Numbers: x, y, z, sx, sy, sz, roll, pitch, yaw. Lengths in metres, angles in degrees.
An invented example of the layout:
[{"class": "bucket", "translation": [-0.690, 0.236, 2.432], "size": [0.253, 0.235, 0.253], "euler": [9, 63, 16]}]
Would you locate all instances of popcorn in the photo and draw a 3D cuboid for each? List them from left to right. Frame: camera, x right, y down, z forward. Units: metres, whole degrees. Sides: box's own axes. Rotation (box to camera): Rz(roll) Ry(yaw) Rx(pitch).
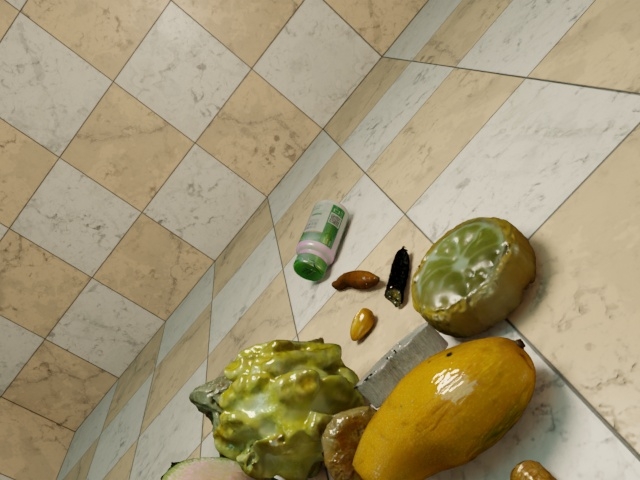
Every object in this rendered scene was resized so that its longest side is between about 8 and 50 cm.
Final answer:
[{"class": "popcorn", "translation": [-0.058, 0.354, 1.116], "size": [0.312, 0.312, 0.312], "euler": [-44, 22, 23]}]

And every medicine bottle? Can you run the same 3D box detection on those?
[{"class": "medicine bottle", "translation": [0.000, 0.000, 1.750], "size": [0.133, 0.133, 0.274], "euler": [-30, 32, 47]}]

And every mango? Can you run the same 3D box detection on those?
[{"class": "mango", "translation": [0.102, 0.213, 1.309], "size": [0.089, 0.046, 0.060], "euler": [-61, 22, -8]}, {"class": "mango", "translation": [0.192, 0.284, 0.850], "size": [0.359, 0.144, 0.187], "euler": [-42, 16, 20]}]

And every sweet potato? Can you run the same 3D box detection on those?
[{"class": "sweet potato", "translation": [0.098, 0.112, 1.474], "size": [0.057, 0.057, 0.264], "euler": [-60, 17, -17]}]

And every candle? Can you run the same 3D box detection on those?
[{"class": "candle", "translation": [0.159, 0.235, 1.011], "size": [0.192, 0.068, 0.168], "euler": [-43, -10, 11]}]

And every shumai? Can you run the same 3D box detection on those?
[{"class": "shumai", "translation": [-0.231, 0.482, 1.479], "size": [0.225, 0.222, 0.260], "euler": [-24, -3, 34]}]

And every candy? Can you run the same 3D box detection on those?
[{"class": "candy", "translation": [0.299, 0.069, 1.031], "size": [0.260, 0.118, 0.260], "euler": [-39, 24, 21]}]

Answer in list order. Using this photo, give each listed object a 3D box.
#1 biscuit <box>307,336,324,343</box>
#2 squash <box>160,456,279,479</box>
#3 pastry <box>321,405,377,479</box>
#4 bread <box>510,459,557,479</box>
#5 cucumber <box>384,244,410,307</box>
[{"class": "biscuit", "translation": [-0.069, 0.309, 1.351], "size": [0.187, 0.036, 0.273], "euler": [-36, -18, 6]}, {"class": "squash", "translation": [-0.220, 0.658, 1.050], "size": [0.310, 0.310, 0.309], "euler": [-158, 83, -69]}, {"class": "pastry", "translation": [0.074, 0.384, 0.965], "size": [0.153, 0.153, 0.081], "euler": [-60, 2, -18]}, {"class": "bread", "translation": [0.303, 0.343, 0.668], "size": [0.052, 0.044, 0.157], "euler": [-58, 20, 4]}, {"class": "cucumber", "translation": [0.196, 0.087, 1.304], "size": [0.053, 0.053, 0.181], "euler": [-34, 25, 41]}]
